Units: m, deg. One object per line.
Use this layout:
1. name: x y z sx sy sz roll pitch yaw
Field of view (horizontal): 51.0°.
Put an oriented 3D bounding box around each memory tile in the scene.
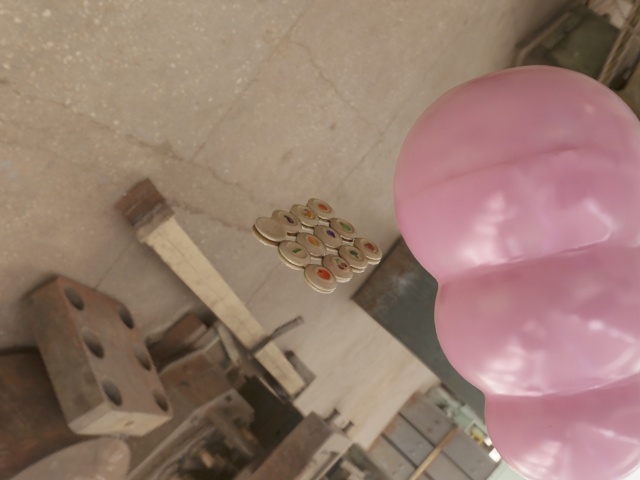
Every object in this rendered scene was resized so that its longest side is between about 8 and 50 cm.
1. memory tile: 0.000 0.000 0.735 0.148 0.113 0.012 -27 154 -56

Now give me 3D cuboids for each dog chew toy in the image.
1. dog chew toy: 0.177 0.036 0.541 0.206 0.332 0.206 -11 172 -1
